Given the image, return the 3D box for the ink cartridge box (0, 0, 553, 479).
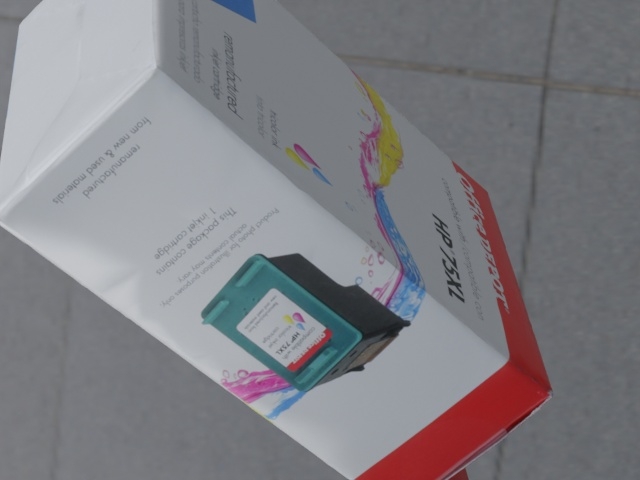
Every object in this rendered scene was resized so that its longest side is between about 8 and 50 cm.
[{"bbox_3d":[0.000,0.000,0.580,0.078,0.231,0.134,-40,30,20],"label":"ink cartridge box"}]
